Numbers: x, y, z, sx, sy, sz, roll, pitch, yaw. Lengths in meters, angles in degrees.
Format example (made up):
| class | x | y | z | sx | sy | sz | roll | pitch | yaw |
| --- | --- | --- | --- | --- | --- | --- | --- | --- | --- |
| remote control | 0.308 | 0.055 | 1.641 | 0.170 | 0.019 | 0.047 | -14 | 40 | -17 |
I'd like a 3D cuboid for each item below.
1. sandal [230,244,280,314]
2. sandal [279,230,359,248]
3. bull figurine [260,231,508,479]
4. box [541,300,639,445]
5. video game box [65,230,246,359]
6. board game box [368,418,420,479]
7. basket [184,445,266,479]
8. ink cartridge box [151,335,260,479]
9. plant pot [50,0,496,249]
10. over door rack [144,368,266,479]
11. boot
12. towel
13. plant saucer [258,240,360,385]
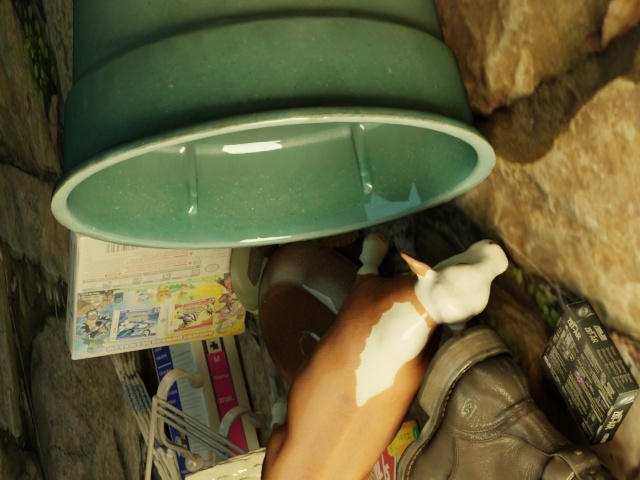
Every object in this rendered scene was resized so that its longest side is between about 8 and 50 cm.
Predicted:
| class | x | y | z | sx | sy | sz | roll | pitch | yaw |
| --- | --- | --- | --- | --- | --- | --- | --- | --- | --- |
| sandal | -0.069 | -0.034 | 1.682 | 0.120 | 0.086 | 0.303 | -123 | 31 | -42 |
| sandal | 0.004 | -0.003 | 1.572 | 0.079 | 0.088 | 0.240 | 17 | 128 | 30 |
| bull figurine | 0.041 | 0.102 | 1.371 | 0.310 | 0.101 | 0.188 | -57 | 9 | 18 |
| box | 0.194 | 0.096 | 1.197 | 0.067 | 0.018 | 0.083 | 106 | 146 | -48 |
| video game box | -0.176 | 0.040 | 1.822 | 0.048 | 0.205 | 0.187 | -118 | 28 | -44 |
| board game box | 0.089 | 0.303 | 1.531 | 0.124 | 0.039 | 0.259 | 141 | 114 | -66 |
| basket | -0.043 | 0.258 | 1.616 | 0.103 | 0.167 | 0.113 | 75 | 178 | -73 |
| ink cartridge box | -0.147 | 0.170 | 1.996 | 0.176 | 0.069 | 0.371 | 153 | 102 | -68 |
| plant pot | -0.056 | -0.196 | 1.301 | 0.341 | 0.341 | 0.334 | 142 | 123 | -65 |
| over door rack | -0.112 | 0.332 | 1.813 | 0.239 | 0.108 | 0.324 | 26 | 105 | 42 |
| boot | 0.157 | 0.213 | 1.250 | 0.229 | 0.091 | 0.263 | 51 | 154 | 36 |
| towel | -0.229 | 0.242 | 2.215 | 0.209 | 0.034 | 0.285 | 77 | 168 | -46 |
| plant saucer | 0.004 | 0.096 | 1.538 | 0.198 | 0.036 | 0.198 | 32 | 139 | 33 |
